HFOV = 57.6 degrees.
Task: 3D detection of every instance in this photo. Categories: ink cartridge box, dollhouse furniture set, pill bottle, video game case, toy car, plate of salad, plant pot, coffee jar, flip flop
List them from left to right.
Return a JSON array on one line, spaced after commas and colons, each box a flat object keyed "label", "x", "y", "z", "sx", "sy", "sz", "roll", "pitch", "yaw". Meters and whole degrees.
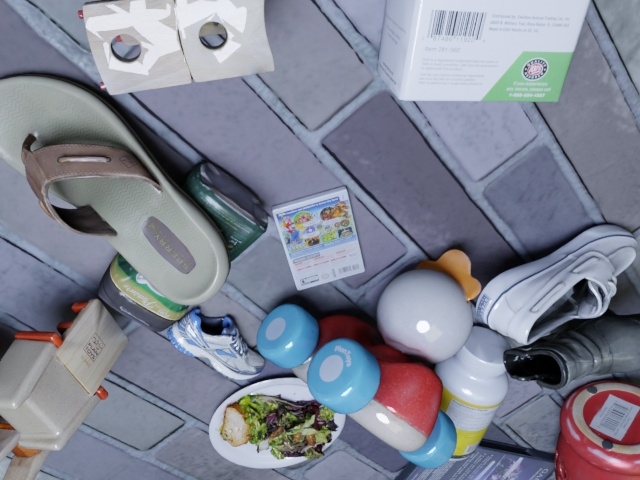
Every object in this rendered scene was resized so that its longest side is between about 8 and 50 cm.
[{"label": "dollhouse furniture set", "x": -0.353, "y": 0.139, "z": 0.624, "sx": 0.259, "sy": 0.135, "sz": 0.262, "roll": -4, "pitch": 129, "yaw": 23}, {"label": "flip flop", "x": -0.200, "y": -0.042, "z": 0.524, "sx": 0.277, "sy": 0.080, "sz": 0.112, "roll": 45, "pitch": 110, "yaw": -3}, {"label": "dollhouse furniture set", "x": -0.116, "y": -0.226, "z": 0.429, "sx": 0.129, "sy": 0.129, "sz": 0.183, "roll": -10, "pitch": 127, "yaw": -5}, {"label": "coffee jar", "x": -0.148, "y": 0.012, "z": 0.616, "sx": 0.096, "sy": 0.079, "sz": 0.184, "roll": 38, "pitch": 108, "yaw": -26}, {"label": "plate of salad", "x": -0.059, "y": 0.274, "z": 0.837, "sx": 0.200, "sy": 0.048, "sz": 0.200, "roll": -6, "pitch": 124, "yaw": -9}, {"label": "video game case", "x": 0.000, "y": 0.000, "z": 0.684, "sx": 0.087, "sy": 0.011, "sz": 0.122, "roll": -16, "pitch": 126, "yaw": -1}, {"label": "toy car", "x": 0.093, "y": 0.108, "z": 0.704, "sx": 0.219, "sy": 0.210, "sz": 0.238, "roll": 44, "pitch": 78, "yaw": -36}, {"label": "pill bottle", "x": 0.201, "y": 0.214, "z": 0.819, "sx": 0.103, "sy": 0.103, "sz": 0.184, "roll": 5, "pitch": 122, "yaw": -16}, {"label": "video game case", "x": 0.264, "y": 0.426, "z": 1.028, "sx": 0.274, "sy": 0.026, "sz": 0.196, "roll": 18, "pitch": 118, "yaw": -24}, {"label": "ink cartridge box", "x": 0.148, "y": -0.238, "z": 0.502, "sx": 0.160, "sy": 0.092, "sz": 0.219, "roll": -2, "pitch": 124, "yaw": -12}, {"label": "plant pot", "x": 0.469, "y": 0.333, "z": 0.909, "sx": 0.191, "sy": 0.191, "sz": 0.174, "roll": -16, "pitch": 123, "yaw": -2}]

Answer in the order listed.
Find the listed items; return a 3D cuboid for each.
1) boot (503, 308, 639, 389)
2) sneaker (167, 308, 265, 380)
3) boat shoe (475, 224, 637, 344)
[{"label": "boot", "x": 0.302, "y": 0.134, "z": 0.735, "sx": 0.161, "sy": 0.246, "sz": 0.083, "roll": -10, "pitch": 81, "yaw": -5}, {"label": "sneaker", "x": -0.118, "y": 0.128, "z": 0.722, "sx": 0.135, "sy": 0.052, "sz": 0.058, "roll": 31, "pitch": 108, "yaw": -29}, {"label": "boat shoe", "x": 0.311, "y": 0.060, "z": 0.711, "sx": 0.258, "sy": 0.084, "sz": 0.095, "roll": -23, "pitch": 131, "yaw": -21}]
